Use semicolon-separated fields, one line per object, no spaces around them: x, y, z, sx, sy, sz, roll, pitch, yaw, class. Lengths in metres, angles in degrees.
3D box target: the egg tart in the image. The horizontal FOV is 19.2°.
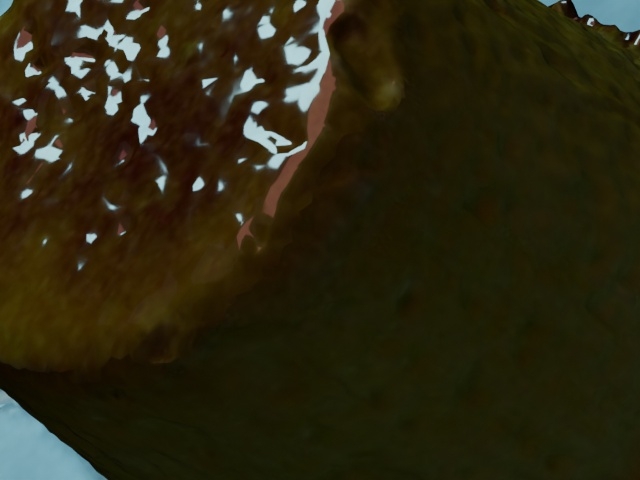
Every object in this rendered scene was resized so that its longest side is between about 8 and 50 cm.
0.000;0.000;0.532;0.215;0.171;0.215;-18;57;30;egg tart
